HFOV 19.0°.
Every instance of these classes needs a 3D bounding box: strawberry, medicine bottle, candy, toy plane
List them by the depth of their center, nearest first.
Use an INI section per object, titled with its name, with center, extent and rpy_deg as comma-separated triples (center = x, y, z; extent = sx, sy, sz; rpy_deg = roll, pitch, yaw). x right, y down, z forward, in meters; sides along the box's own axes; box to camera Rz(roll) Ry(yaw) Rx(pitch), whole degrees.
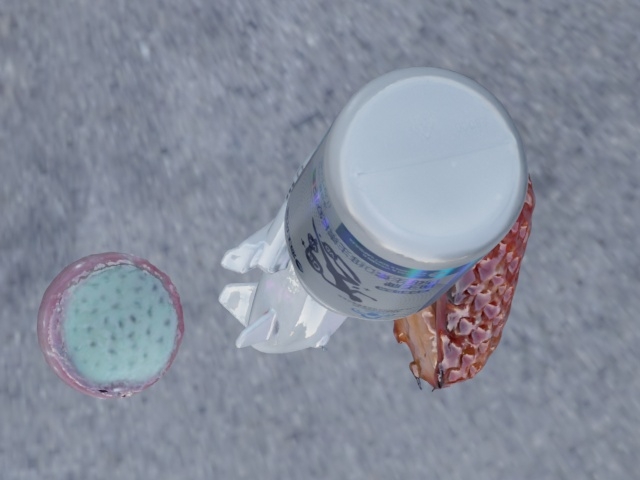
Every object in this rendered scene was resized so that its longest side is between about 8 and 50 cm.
[medicine bottle]
center = 0.039, -0.016, 1.048
extent = 0.107, 0.191, 0.107
rpy_deg = 3, 74, -11
[candy]
center = -0.145, 0.058, 1.323
extent = 0.103, 0.043, 0.103
rpy_deg = -3, 97, -27
[toy plane]
center = 0.003, 0.002, 1.710
extent = 0.118, 0.252, 0.252
rpy_deg = 44, 100, 21
[strawberry]
center = 0.145, -0.005, 1.970
extent = 0.150, 0.253, 0.280
rpy_deg = -20, 84, -21
